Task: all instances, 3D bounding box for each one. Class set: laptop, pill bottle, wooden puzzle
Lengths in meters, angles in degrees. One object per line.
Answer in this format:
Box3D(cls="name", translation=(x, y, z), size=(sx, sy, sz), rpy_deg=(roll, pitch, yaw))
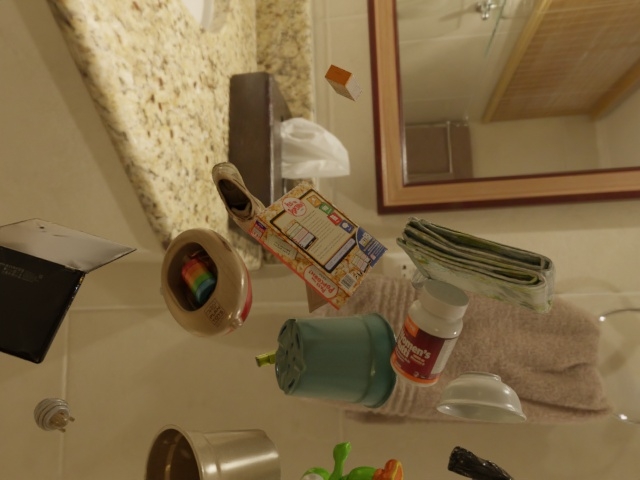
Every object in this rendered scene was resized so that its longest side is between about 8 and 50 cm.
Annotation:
Box3D(cls="laptop", translation=(-0.847, 0.120, 1.318), size=(0.236, 0.382, 0.408), rpy_deg=(92, 15, -71))
Box3D(cls="pill bottle", translation=(0.244, 0.208, 0.993), size=(0.121, 0.121, 0.221), rpy_deg=(-73, 177, -65))
Box3D(cls="wooden puzzle", translation=(0.036, 0.104, 1.487), size=(0.044, 0.238, 0.221), rpy_deg=(29, 38, -38))

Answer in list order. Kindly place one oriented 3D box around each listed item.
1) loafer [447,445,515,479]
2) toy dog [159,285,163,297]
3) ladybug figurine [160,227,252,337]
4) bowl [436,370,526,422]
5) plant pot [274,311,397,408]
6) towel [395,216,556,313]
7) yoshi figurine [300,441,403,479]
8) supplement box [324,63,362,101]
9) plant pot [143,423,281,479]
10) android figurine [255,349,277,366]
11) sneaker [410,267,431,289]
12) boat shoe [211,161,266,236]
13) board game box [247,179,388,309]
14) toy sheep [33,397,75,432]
Box3D(cls="loafer", translation=(0.477, 0.689, 1.303), size=(0.078, 0.223, 0.076), rpy_deg=(-62, -175, -1))
Box3D(cls="toy dog", translation=(-0.486, 0.207, 1.727), size=(0.220, 0.333, 0.161), rpy_deg=(13, 61, -36))
Box3D(cls="ladybug figurine", translation=(-0.364, 0.143, 1.461), size=(0.449, 0.305, 0.162), rpy_deg=(47, 10, 37))
Box3D(cls="bowl", translation=(0.564, 0.546, 1.560), size=(0.298, 0.297, 0.134), rpy_deg=(72, 26, -60))
Box3D(cls="plant pot", translation=(0.038, 0.405, 1.537), size=(0.341, 0.334, 0.341), rpy_deg=(-36, -131, 57))
Box3D(cls="towel", translation=(0.371, 0.072, 1.038), size=(0.374, 0.320, 0.090), rpy_deg=(33, 80, -58))
Box3D(cls="yoshi figurine", translation=(0.062, 0.685, 1.216), size=(0.203, 0.362, 0.203), rpy_deg=(58, 29, -37))
Box3D(cls="supplement box", translation=(0.057, -0.383, 1.080), size=(0.036, 0.062, 0.098), rpy_deg=(-61, 159, 6))
Box3D(cls="plant pot", translation=(-0.294, 0.690, 1.284), size=(0.305, 0.334, 0.334), rpy_deg=(11, 73, -44))
Box3D(cls="android figurine", translation=(-0.150, 0.506, 1.965), size=(0.248, 0.272, 0.056), rpy_deg=(140, -62, -72))
Box3D(cls="sneaker", translation=(0.380, 0.110, 1.406), size=(0.258, 0.094, 0.091), rpy_deg=(-26, 109, -39))
Box3D(cls="boat shoe", translation=(-0.279, -0.114, 1.562), size=(0.341, 0.121, 0.110), rpy_deg=(58, 8, -38))
Box3D(cls="board game box", translation=(0.000, 0.000, 0.737), size=(0.147, 0.193, 0.045), rpy_deg=(-43, 172, -45))
Box3D(cls="toy sheep", translation=(-0.717, 0.464, 1.181), size=(0.091, 0.132, 0.091), rpy_deg=(-21, 116, -54))
